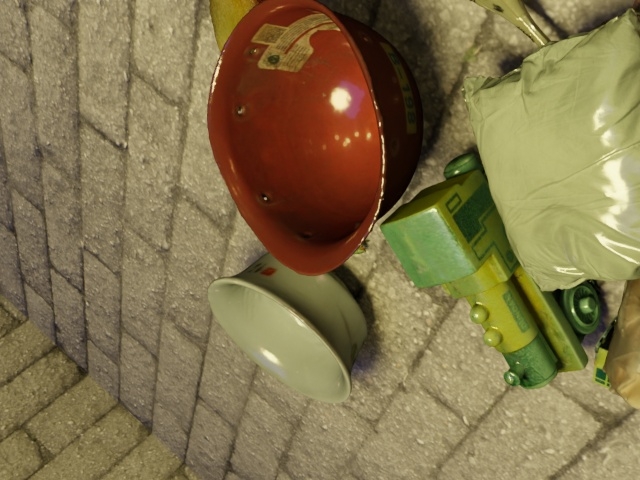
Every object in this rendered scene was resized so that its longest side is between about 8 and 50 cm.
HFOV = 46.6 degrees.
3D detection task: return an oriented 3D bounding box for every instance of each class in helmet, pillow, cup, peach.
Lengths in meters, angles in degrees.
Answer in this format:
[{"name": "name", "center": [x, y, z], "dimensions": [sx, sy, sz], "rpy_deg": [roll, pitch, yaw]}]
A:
[{"name": "helmet", "center": [0.028, -0.161, 1.100], "dimensions": [0.337, 0.230, 0.385], "rpy_deg": [-23, 85, 45]}, {"name": "pillow", "center": [0.300, -0.083, 0.875], "dimensions": [0.283, 0.138, 0.310], "rpy_deg": [-6, 105, 60]}, {"name": "cup", "center": [-0.040, 0.149, 1.475], "dimensions": [0.347, 0.163, 0.347], "rpy_deg": [31, 150, 20]}, {"name": "peach", "center": [-0.109, -0.344, 1.234], "dimensions": [0.189, 0.068, 0.279], "rpy_deg": [24, 138, 41]}]

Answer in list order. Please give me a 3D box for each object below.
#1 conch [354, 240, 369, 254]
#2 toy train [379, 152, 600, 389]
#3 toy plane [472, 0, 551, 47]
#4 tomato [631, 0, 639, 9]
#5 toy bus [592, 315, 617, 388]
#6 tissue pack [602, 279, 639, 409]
[{"name": "conch", "center": [0.000, 0.000, 1.384], "dimensions": [0.170, 0.106, 0.079], "rpy_deg": [18, 133, 29]}, {"name": "toy train", "center": [0.263, 0.061, 1.066], "dimensions": [0.150, 0.237, 0.369], "rpy_deg": [-21, 105, 49]}, {"name": "toy plane", "center": [0.230, -0.298, 0.928], "dimensions": [0.286, 0.092, 0.108], "rpy_deg": [46, 164, 6]}, {"name": "tomato", "center": [0.437, -0.217, 0.742], "dimensions": [0.228, 0.112, 0.199], "rpy_deg": [37, 162, 31]}, {"name": "toy bus", "center": [0.491, 0.188, 1.069], "dimensions": [0.175, 0.088, 0.101], "rpy_deg": [22, 135, 34]}, {"name": "tissue pack", "center": [0.524, 0.083, 0.845], "dimensions": [0.375, 0.195, 0.390], "rpy_deg": [22, 121, 36]}]
